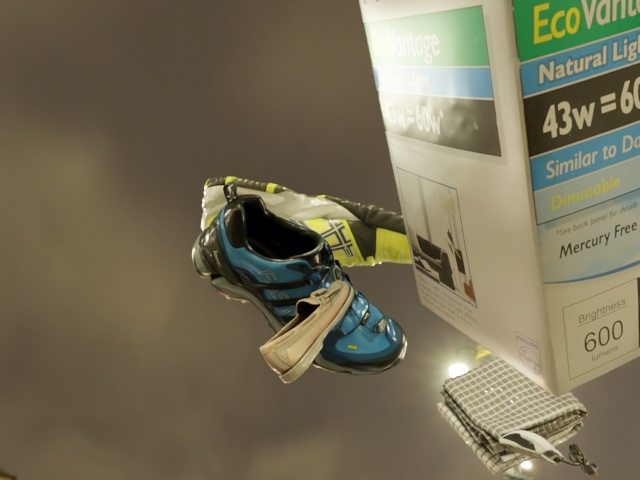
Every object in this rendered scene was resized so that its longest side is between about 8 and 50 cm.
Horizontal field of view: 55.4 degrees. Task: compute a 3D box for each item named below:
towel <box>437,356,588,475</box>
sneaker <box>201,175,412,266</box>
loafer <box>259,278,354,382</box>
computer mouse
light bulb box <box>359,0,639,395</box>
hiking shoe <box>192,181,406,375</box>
[{"bbox_3d":[0.458,0.398,1.475,0.284,0.235,0.121,-14,-54,-22],"label":"towel"},{"bbox_3d":[0.000,0.000,0.973,0.385,0.145,0.147,10,-89,0],"label":"sneaker"},{"bbox_3d":[-0.009,0.068,0.532,0.039,0.125,0.045,45,-49,-7],"label":"loafer"},{"bbox_3d":[0.434,0.401,1.179,0.106,0.042,0.193,38,-22,-31],"label":"computer mouse"},{"bbox_3d":[0.260,-0.122,0.556,0.358,0.225,0.360,-21,-69,-15],"label":"light bulb box"},{"bbox_3d":[-0.013,0.061,0.746,0.304,0.113,0.132,31,-43,-6],"label":"hiking shoe"}]
